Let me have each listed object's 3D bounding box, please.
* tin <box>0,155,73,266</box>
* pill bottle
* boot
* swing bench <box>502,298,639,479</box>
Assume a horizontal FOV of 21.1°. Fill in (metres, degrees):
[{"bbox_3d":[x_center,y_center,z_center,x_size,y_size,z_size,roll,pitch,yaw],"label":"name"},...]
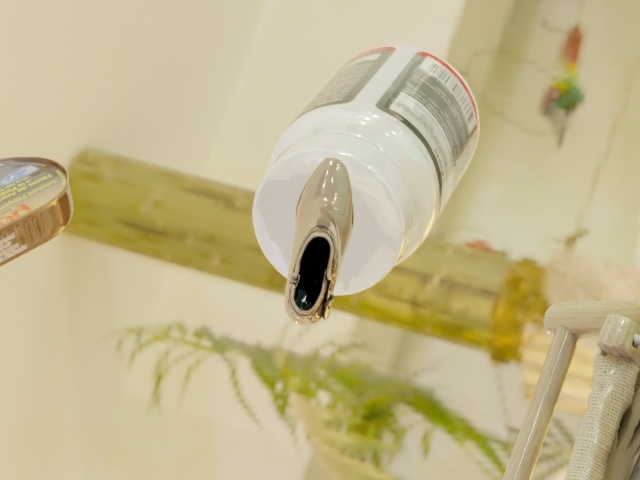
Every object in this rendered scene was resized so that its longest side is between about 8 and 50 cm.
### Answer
[{"bbox_3d":[-0.268,-0.007,1.268,0.189,0.106,0.040,-30,-58,-33],"label":"tin"},{"bbox_3d":[0.043,-0.066,1.582,0.283,0.161,0.161,-54,-27,-62],"label":"pill bottle"},{"bbox_3d":[0.000,0.000,1.179,0.087,0.042,0.118,19,-101,-89],"label":"boot"},{"bbox_3d":[0.187,0.149,0.753,0.254,0.165,0.253,-29,36,63],"label":"swing bench"}]
